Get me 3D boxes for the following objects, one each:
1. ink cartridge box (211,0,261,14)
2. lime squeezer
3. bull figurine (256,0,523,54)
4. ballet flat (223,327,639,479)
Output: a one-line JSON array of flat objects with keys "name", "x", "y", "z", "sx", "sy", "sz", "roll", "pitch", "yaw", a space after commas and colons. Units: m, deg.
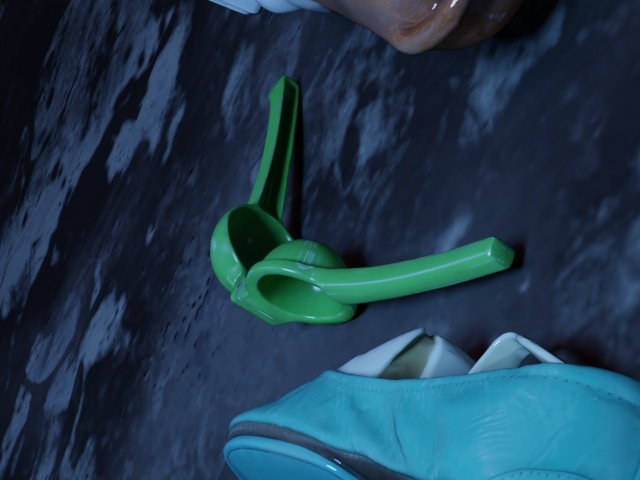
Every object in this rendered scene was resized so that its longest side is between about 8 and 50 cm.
[{"name": "ink cartridge box", "x": -0.071, "y": -0.271, "z": 0.883, "sx": 0.191, "sy": 0.139, "sz": 0.082, "roll": -62, "pitch": 27, "yaw": 18}, {"name": "lime squeezer", "x": 0.000, "y": 0.000, "z": 0.672, "sx": 0.110, "sy": 0.059, "sz": 0.310, "roll": -39, "pitch": 26, "yaw": -3}, {"name": "bull figurine", "x": 0.030, "y": -0.182, "z": 0.658, "sx": 0.188, "sy": 0.101, "sz": 0.310, "roll": -60, "pitch": 31, "yaw": 8}, {"name": "ballet flat", "x": 0.047, "y": 0.076, "z": 0.492, "sx": 0.087, "sy": 0.083, "sz": 0.247, "roll": -52, "pitch": 19, "yaw": -19}]
